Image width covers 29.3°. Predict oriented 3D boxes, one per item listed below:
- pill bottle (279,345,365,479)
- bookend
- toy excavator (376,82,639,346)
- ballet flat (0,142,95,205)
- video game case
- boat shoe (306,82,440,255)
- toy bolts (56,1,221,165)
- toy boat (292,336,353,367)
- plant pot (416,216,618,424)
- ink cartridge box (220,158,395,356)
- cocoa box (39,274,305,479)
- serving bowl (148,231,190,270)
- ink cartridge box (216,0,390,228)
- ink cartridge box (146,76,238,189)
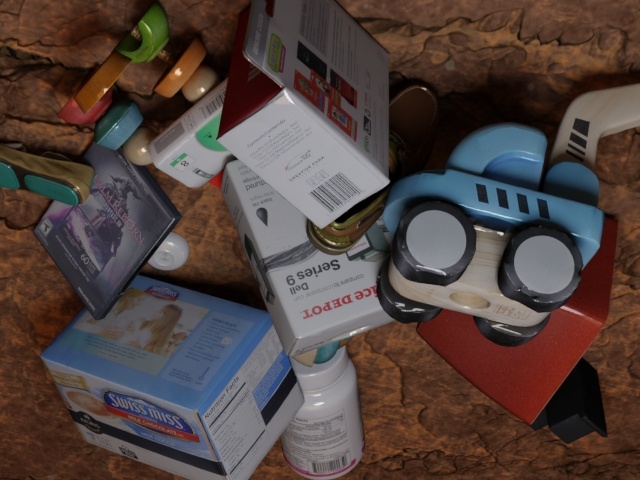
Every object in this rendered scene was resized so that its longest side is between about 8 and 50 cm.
[{"bbox_3d":[-0.007,0.290,2.228,0.160,0.160,0.283,-3,131,5],"label":"pill bottle"},{"bbox_3d":[0.429,0.310,2.224,0.156,0.157,0.072,-34,122,28],"label":"bookend"},{"bbox_3d":[0.321,-0.085,1.717,0.432,0.445,0.222,14,160,1],"label":"toy excavator"},{"bbox_3d":[-0.465,-0.115,1.945,0.232,0.073,0.080,18,144,10],"label":"ballet flat"},{"bbox_3d":[-0.349,-0.026,1.973,0.196,0.026,0.274,52,127,14],"label":"video game case"},{"bbox_3d":[0.094,-0.113,1.767,0.110,0.307,0.104,31,159,1],"label":"boat shoe"},{"bbox_3d":[-0.268,-0.194,1.782,0.158,0.218,0.228,41,131,-14],"label":"toy bolts"},{"bbox_3d":[0.032,0.053,1.985,0.148,0.267,0.318,14,100,0],"label":"toy boat"},{"bbox_3d":[0.306,0.084,1.976,0.235,0.267,0.267,25,130,-2],"label":"plant pot"},{"bbox_3d":[0.000,0.000,1.835,0.211,0.289,0.121,-19,166,-15],"label":"ink cartridge box"},{"bbox_3d":[-0.246,0.231,2.057,0.347,0.231,0.228,13,139,31],"label":"cocoa box"},{"bbox_3d":[-0.266,0.022,2.090,0.083,0.027,0.083,1,131,1],"label":"serving bowl"},{"bbox_3d":[-0.038,-0.222,1.670,0.130,0.309,0.272,-33,122,28],"label":"ink cartridge box"},{"bbox_3d":[-0.123,-0.139,1.844,0.181,0.056,0.224,-38,142,16],"label":"ink cartridge box"}]
